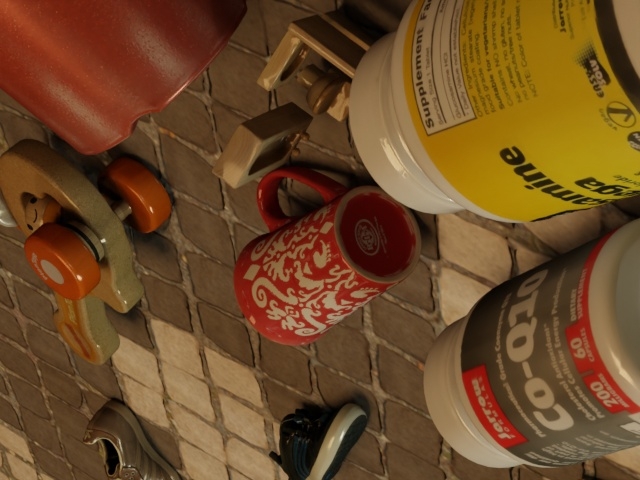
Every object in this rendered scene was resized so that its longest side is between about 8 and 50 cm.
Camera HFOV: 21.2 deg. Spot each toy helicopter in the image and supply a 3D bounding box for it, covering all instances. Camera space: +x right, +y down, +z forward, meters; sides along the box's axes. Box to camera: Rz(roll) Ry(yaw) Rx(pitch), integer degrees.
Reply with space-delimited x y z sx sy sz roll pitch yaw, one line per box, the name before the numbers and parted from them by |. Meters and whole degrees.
toy helicopter | -0.285 0.018 1.863 0.235 0.140 0.355 32 151 21

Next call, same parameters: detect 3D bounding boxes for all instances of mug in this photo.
mug | -0.004 0.008 1.549 0.150 0.113 0.169 46 146 -9

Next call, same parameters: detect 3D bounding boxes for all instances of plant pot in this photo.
plant pot | -0.211 -0.228 1.369 0.265 0.272 0.272 44 151 -20

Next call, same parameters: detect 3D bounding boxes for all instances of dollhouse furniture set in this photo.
dollhouse furniture set | 0.013 -0.087 1.376 0.123 0.144 0.151 37 113 9

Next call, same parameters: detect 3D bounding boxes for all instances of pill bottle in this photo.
pill bottle | 0.167 -0.115 1.118 0.188 0.188 0.334 51 149 -14
pill bottle | 0.207 0.092 1.355 0.161 0.161 0.283 47 149 -7

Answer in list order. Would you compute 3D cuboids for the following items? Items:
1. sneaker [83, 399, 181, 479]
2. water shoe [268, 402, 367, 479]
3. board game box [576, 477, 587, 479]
sneaker | -0.246 0.296 2.222 0.066 0.071 0.188 -1 128 49
water shoe | -0.012 0.218 1.856 0.080 0.073 0.203 40 149 9
board game box | 0.329 0.339 1.648 0.124 0.039 0.259 10 135 42
